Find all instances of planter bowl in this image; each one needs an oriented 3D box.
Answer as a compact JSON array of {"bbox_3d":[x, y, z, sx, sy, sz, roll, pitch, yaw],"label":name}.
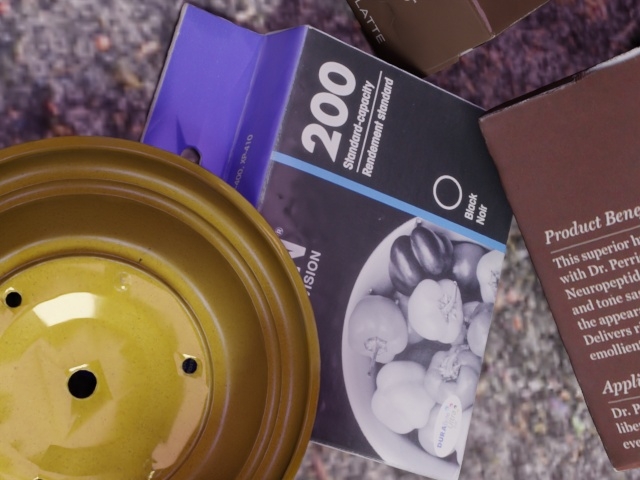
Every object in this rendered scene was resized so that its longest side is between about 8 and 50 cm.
[{"bbox_3d":[-0.098,0.057,0.435,0.217,0.090,0.217,1,86,-11],"label":"planter bowl"}]

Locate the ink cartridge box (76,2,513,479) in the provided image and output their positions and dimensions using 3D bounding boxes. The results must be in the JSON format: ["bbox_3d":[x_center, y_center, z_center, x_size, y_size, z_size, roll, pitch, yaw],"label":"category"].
[{"bbox_3d":[0.000,0.000,0.546,0.208,0.045,0.206,20,75,-21],"label":"ink cartridge box"}]

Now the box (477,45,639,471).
[{"bbox_3d":[0.218,-0.012,0.555,0.167,0.168,0.203,-24,94,-56],"label":"box"}]

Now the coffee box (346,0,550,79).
[{"bbox_3d":[0.120,-0.212,0.603,0.246,0.098,0.141,-36,99,-26],"label":"coffee box"}]
